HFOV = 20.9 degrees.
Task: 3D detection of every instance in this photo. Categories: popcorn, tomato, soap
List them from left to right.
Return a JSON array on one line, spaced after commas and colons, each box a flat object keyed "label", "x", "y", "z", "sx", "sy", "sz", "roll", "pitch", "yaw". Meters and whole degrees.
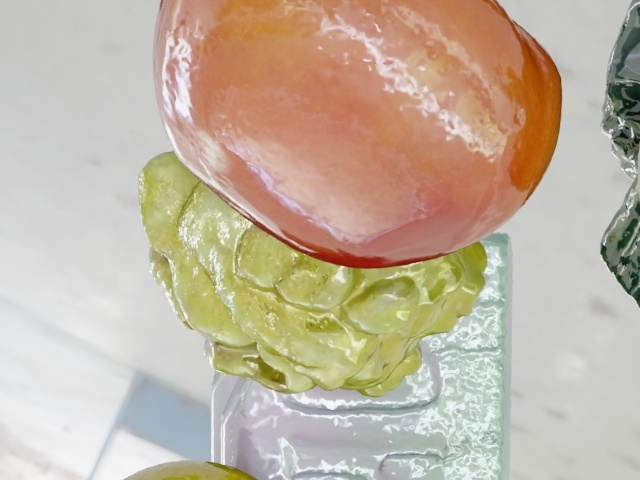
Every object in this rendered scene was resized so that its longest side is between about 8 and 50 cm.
[{"label": "popcorn", "x": 0.000, "y": 0.000, "z": 1.249, "sx": 0.241, "sy": 0.235, "sz": 0.250, "roll": -13, "pitch": 173, "yaw": -19}, {"label": "tomato", "x": 0.009, "y": -0.087, "z": 0.984, "sx": 0.259, "sy": 0.180, "sz": 0.260, "roll": 35, "pitch": 174, "yaw": 4}, {"label": "soap", "x": 0.035, "y": 0.210, "z": 1.568, "sx": 0.261, "sy": 0.446, "sz": 0.156, "roll": 0, "pitch": -175, "yaw": -9}]

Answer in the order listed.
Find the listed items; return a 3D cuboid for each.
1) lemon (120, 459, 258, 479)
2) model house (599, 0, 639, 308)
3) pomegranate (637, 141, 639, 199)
[{"label": "lemon", "x": -0.111, "y": 0.264, "z": 1.388, "sx": 0.203, "sy": 0.178, "sz": 0.178, "roll": 5, "pitch": 165, "yaw": -2}, {"label": "model house", "x": 0.394, "y": -0.136, "z": 1.368, "sx": 0.395, "sy": 0.400, "sz": 0.445, "roll": 30, "pitch": 121, "yaw": 9}, {"label": "pomegranate", "x": 0.297, "y": -0.054, "z": 0.965, "sx": 0.242, "sy": 0.242, "sz": 0.306, "roll": 19, "pitch": 168, "yaw": 14}]
